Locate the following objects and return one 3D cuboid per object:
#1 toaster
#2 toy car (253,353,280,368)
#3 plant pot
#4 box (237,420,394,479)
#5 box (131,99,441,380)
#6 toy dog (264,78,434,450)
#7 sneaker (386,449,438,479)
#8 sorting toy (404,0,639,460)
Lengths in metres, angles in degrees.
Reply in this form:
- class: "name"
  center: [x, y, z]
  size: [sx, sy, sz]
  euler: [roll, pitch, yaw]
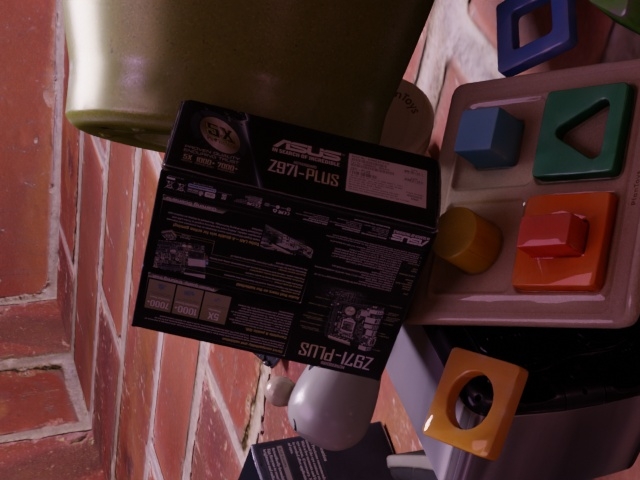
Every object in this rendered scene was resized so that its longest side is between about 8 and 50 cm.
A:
- class: "toaster"
  center: [0.151, 0.090, 0.913]
  size: [0.186, 0.168, 0.110]
  euler: [-116, 26, -45]
- class: "toy car"
  center: [-0.061, 0.108, 1.694]
  size: [0.040, 0.060, 0.122]
  euler: [-15, -57, -68]
- class: "plant pot"
  center: [-0.053, -0.238, 0.960]
  size: [0.366, 0.366, 0.353]
  euler: [-175, 95, -69]
- class: "box"
  center: [-0.007, 0.288, 1.397]
  size: [0.156, 0.158, 0.093]
  euler: [111, 146, -50]
- class: "box"
  center: [-0.024, 0.002, 0.847]
  size: [0.077, 0.180, 0.147]
  euler: [-83, 7, -50]
- class: "toy dog"
  center: [0.000, 0.000, 1.109]
  size: [0.220, 0.161, 0.334]
  euler: [92, -167, -46]
- class: "sneaker"
  center: [0.127, 0.247, 1.135]
  size: [0.222, 0.083, 0.118]
  euler: [162, 101, -68]
- class: "sorting toy"
  center: [0.132, -0.033, 0.816]
  size: [0.196, 0.047, 0.348]
  euler: [-5, 66, 48]
